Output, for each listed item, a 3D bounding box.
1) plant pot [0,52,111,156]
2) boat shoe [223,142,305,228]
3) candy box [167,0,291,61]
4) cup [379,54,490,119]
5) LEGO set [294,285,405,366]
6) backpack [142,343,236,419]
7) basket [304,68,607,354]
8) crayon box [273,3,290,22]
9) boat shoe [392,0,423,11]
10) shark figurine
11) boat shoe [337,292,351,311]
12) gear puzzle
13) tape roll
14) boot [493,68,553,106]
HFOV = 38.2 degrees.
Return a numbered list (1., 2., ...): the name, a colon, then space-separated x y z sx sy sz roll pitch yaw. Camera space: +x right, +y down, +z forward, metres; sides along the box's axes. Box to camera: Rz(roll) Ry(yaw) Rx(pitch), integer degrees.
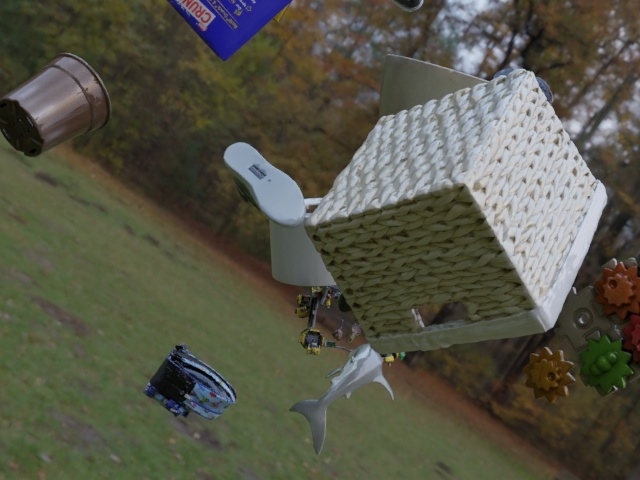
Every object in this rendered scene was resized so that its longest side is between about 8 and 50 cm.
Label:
1. plant pot: -0.521 -0.252 1.781 0.167 0.165 0.166 22 -46 25
2. boat shoe: -0.075 -0.068 1.378 0.183 0.065 0.083 49 -13 33
3. candy box: -0.172 -0.567 1.863 0.268 0.317 0.122 48 4 -17
4. cup: 0.248 -0.203 1.822 0.331 0.236 0.331 18 8 -3
5. LEGO set: 0.100 0.221 2.531 0.332 0.254 0.192 17 -4 -9
6. backpack: -0.266 0.314 1.939 0.173 0.116 0.158 35 -1 -4
7. basket: 0.202 -0.037 1.401 0.328 0.331 0.266 -14 -60 42
8. crayon box: -0.194 -0.672 2.175 0.313 0.106 0.363 27 25 -11
9. boat shoe: 0.139 -0.610 2.113 0.228 0.080 0.076 43 -3 10
10. shark figurine: 0.075 0.260 1.654 0.116 0.166 0.278 49 31 2
11. boat shoe: 0.080 0.120 1.934 0.049 0.042 0.133 32 -43 -24
12. gear puzzle: 0.430 0.130 1.384 0.044 0.339 0.175 7 50 -48
13. tape roll: 0.000 0.000 2.222 0.246 0.169 0.246 -2 13 0
14. boot: 0.520 -0.349 2.305 0.106 0.082 0.219 60 -4 -36
